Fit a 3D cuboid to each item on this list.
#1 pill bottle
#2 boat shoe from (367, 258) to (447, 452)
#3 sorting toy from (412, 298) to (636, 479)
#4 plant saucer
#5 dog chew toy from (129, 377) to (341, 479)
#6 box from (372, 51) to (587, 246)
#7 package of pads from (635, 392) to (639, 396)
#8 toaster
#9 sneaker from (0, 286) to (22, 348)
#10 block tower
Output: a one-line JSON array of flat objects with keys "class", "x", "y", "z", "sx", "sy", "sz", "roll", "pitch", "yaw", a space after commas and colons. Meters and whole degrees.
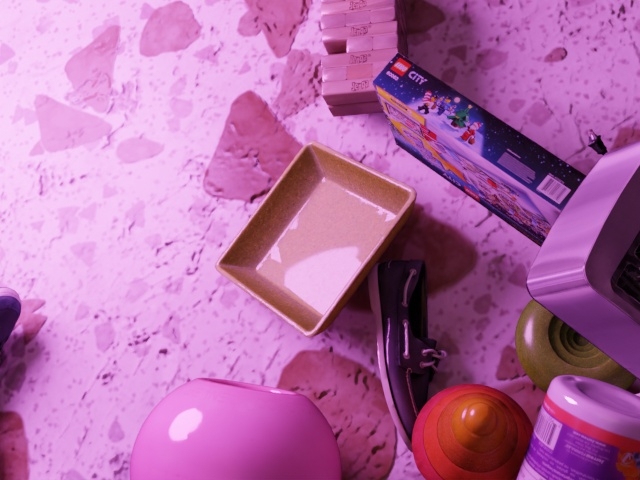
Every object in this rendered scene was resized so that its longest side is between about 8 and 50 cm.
[{"class": "pill bottle", "x": 0.221, "y": 0.224, "z": 0.779, "sx": 0.108, "sy": 0.108, "sz": 0.193, "roll": 20, "pitch": 100, "yaw": 19}, {"class": "boat shoe", "x": 0.096, "y": 0.113, "z": 0.942, "sx": 0.065, "sy": 0.075, "sz": 0.206, "roll": -14, "pitch": 65, "yaw": 13}, {"class": "sorting toy", "x": 0.235, "y": 0.095, "z": 0.852, "sx": 0.365, "sy": 0.126, "sz": 0.127, "roll": -41, "pitch": 68, "yaw": -11}, {"class": "plant saucer", "x": 0.000, "y": 0.000, "z": 0.992, "sx": 0.188, "sy": 0.045, "sz": 0.188, "roll": 31, "pitch": 83, "yaw": 45}, {"class": "dog chew toy", "x": -0.095, "y": 0.305, "z": 0.873, "sx": 0.207, "sy": 0.206, "sz": 0.332, "roll": 8, "pitch": 84, "yaw": 17}, {"class": "box", "x": 0.166, "y": -0.085, "z": 0.938, "sx": 0.233, "sy": 0.159, "sz": 0.044, "roll": 38, "pitch": 85, "yaw": 21}, {"class": "package of pads", "x": 0.412, "y": 0.254, "z": 0.799, "sx": 0.296, "sy": 0.101, "sz": 0.229, "roll": 3, "pitch": 74, "yaw": 15}, {"class": "toaster", "x": 0.281, "y": 0.012, "z": 0.765, "sx": 0.186, "sy": 0.110, "sz": 0.168, "roll": 37, "pitch": 75, "yaw": -5}, {"class": "sneaker", "x": -0.396, "y": 0.178, "z": 1.036, "sx": 0.226, "sy": 0.086, "sz": 0.163, "roll": -49, "pitch": 57, "yaw": 7}, {"class": "block tower", "x": 0.051, "y": -0.308, "z": 1.076, "sx": 0.097, "sy": 0.091, "sz": 0.335, "roll": -3, "pitch": 72, "yaw": 13}]
